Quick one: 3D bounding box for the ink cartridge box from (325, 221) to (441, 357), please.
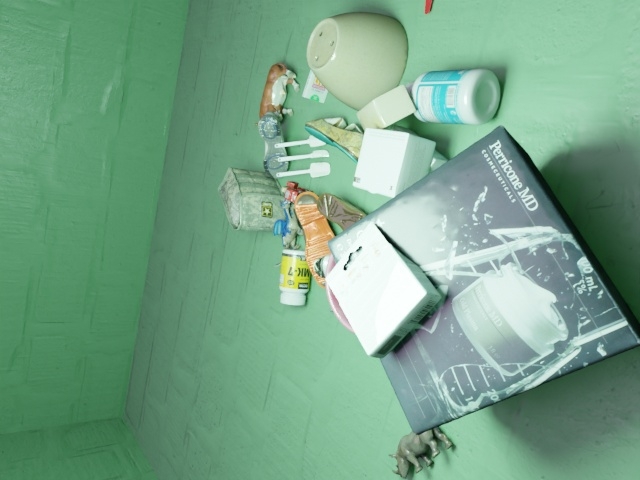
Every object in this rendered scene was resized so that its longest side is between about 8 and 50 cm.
[{"bbox_3d":[0.125,0.102,1.073,0.189,0.066,0.232,-52,40,21],"label":"ink cartridge box"}]

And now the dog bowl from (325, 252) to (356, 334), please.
[{"bbox_3d":[0.187,0.121,1.502,0.408,0.150,0.408,-3,86,39],"label":"dog bowl"}]

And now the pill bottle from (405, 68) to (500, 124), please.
[{"bbox_3d":[0.357,-0.405,1.409,0.264,0.146,0.146,21,103,50],"label":"pill bottle"}]

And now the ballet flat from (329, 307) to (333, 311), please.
[{"bbox_3d":[0.071,0.229,1.789,0.114,0.041,0.041,-57,46,32],"label":"ballet flat"}]

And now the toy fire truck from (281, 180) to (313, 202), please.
[{"bbox_3d":[-0.106,-0.193,1.976,0.135,0.192,0.047,22,105,21],"label":"toy fire truck"}]

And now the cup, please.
[{"bbox_3d":[0.094,-0.628,1.692,0.331,0.237,0.331,-8,80,52],"label":"cup"}]

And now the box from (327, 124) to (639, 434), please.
[{"bbox_3d":[0.348,0.098,1.118,0.471,0.297,0.480,-34,69,25],"label":"box"}]

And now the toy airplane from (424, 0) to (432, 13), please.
[{"bbox_3d":[0.356,-0.783,1.544,0.151,0.028,0.151,-10,77,51],"label":"toy airplane"}]

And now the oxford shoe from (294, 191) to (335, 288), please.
[{"bbox_3d":[0.000,0.000,1.864,0.133,0.130,0.364,50,-153,-84],"label":"oxford shoe"}]

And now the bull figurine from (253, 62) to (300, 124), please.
[{"bbox_3d":[-0.192,-0.605,2.158,0.188,0.101,0.310,28,114,42],"label":"bull figurine"}]

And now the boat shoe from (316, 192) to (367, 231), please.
[{"bbox_3d":[0.119,-0.062,1.715,0.302,0.098,0.109,40,113,25],"label":"boat shoe"}]

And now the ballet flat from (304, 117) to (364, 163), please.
[{"bbox_3d":[0.072,-0.384,1.807,0.348,0.123,0.123,42,118,46],"label":"ballet flat"}]

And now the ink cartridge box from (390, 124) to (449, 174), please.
[{"bbox_3d":[0.275,-0.232,1.536,0.219,0.092,0.160,52,125,40],"label":"ink cartridge box"}]

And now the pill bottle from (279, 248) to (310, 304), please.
[{"bbox_3d":[-0.099,0.141,1.946,0.119,0.119,0.209,6,92,52],"label":"pill bottle"}]

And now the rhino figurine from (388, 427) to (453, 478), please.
[{"bbox_3d":[0.277,0.616,1.461,0.106,0.073,0.243,56,129,34],"label":"rhino figurine"}]

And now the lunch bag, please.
[{"bbox_3d":[-0.273,-0.155,2.102,0.169,0.235,0.287,-53,49,36],"label":"lunch bag"}]

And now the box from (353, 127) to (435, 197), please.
[{"bbox_3d":[0.210,-0.219,1.444,0.181,0.119,0.182,24,105,49],"label":"box"}]

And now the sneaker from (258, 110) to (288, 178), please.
[{"bbox_3d":[-0.187,-0.402,2.096,0.129,0.111,0.297,-84,-6,-55],"label":"sneaker"}]

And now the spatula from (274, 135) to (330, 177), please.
[{"bbox_3d":[-0.074,-0.326,1.967,0.242,0.019,0.168,-3,88,23],"label":"spatula"}]

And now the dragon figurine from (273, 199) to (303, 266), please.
[{"bbox_3d":[-0.136,-0.037,2.032,0.144,0.085,0.289,55,136,40],"label":"dragon figurine"}]

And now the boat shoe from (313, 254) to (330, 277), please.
[{"bbox_3d":[0.012,0.095,1.689,0.219,0.070,0.078,71,-151,-74],"label":"boat shoe"}]

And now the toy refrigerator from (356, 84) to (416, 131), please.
[{"bbox_3d":[0.196,-0.390,1.531,0.094,0.102,0.269,62,177,-9],"label":"toy refrigerator"}]

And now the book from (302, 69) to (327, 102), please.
[{"bbox_3d":[-0.007,-0.615,1.928,0.035,0.096,0.144,40,117,46],"label":"book"}]
